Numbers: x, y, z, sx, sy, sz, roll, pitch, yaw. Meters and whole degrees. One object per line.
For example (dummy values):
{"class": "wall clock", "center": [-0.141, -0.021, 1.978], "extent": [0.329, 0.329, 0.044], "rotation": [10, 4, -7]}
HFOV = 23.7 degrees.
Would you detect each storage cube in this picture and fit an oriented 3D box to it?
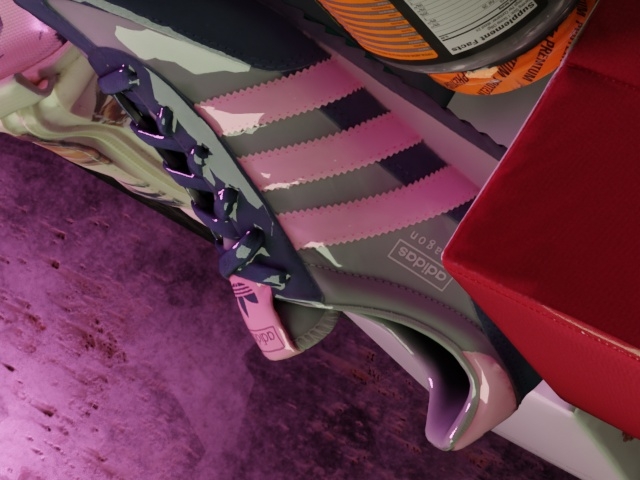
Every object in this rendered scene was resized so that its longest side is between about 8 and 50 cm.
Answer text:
{"class": "storage cube", "center": [0.193, 0.003, 0.586], "extent": [0.193, 0.184, 0.215], "rotation": [27, 172, 30]}

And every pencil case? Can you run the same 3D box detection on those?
{"class": "pencil case", "center": [-0.078, -0.086, 0.915], "extent": [0.410, 0.160, 0.183], "rotation": [29, -141, -60]}

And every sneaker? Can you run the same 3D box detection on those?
{"class": "sneaker", "center": [-0.020, -0.023, 0.675], "extent": [0.319, 0.131, 0.112], "rotation": [32, 173, -11]}

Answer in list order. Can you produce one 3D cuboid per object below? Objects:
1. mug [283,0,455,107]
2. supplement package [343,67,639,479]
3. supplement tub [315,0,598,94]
{"class": "mug", "center": [0.011, -0.134, 0.716], "extent": [0.157, 0.097, 0.129], "rotation": [35, 172, -23]}
{"class": "supplement package", "center": [0.149, 0.030, 0.946], "extent": [0.175, 0.177, 0.293], "rotation": [27, 172, 26]}
{"class": "supplement tub", "center": [0.029, -0.138, 0.553], "extent": [0.117, 0.117, 0.190], "rotation": [24, 170, 40]}
